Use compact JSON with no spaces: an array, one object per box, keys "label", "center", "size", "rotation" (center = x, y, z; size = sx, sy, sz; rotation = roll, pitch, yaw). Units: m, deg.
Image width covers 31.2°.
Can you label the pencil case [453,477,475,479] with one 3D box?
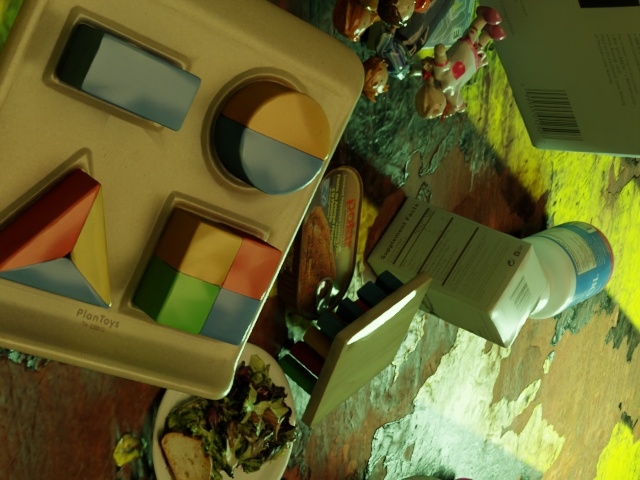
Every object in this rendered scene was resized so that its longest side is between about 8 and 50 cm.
[{"label":"pencil case","center":[0.222,0.508,1.868],"size":[0.104,0.104,0.236],"rotation":[-1,109,-55]}]

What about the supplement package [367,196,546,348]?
[{"label":"supplement package","center":[0.169,0.038,1.415],"size":[0.105,0.179,0.105],"rotation":[-57,146,-15]}]

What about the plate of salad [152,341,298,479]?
[{"label":"plate of salad","center":[-0.093,0.208,1.229],"size":[0.200,0.048,0.199],"rotation":[-2,92,-44]}]

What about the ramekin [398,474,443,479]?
[{"label":"ramekin","center":[0.128,0.468,1.568],"size":[0.127,0.273,0.272],"rotation":[-15,123,-36]}]

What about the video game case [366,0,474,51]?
[{"label":"video game case","center":[0.128,-0.313,1.281],"size":[0.183,0.023,0.201],"rotation":[-16,123,-50]}]

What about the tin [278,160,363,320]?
[{"label":"tin","center":[0.000,0.000,1.285],"size":[0.106,0.040,0.189],"rotation":[-22,128,-42]}]

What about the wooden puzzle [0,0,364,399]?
[{"label":"wooden puzzle","center":[-0.127,-0.053,0.947],"size":[0.322,0.080,0.347],"rotation":[21,91,-38]}]

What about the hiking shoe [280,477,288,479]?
[{"label":"hiking shoe","center":[-0.079,0.396,1.389],"size":[0.132,0.113,0.304],"rotation":[-18,137,-13]}]

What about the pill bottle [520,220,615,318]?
[{"label":"pill bottle","center":[0.341,0.048,1.720],"size":[0.221,0.124,0.124],"rotation":[-17,124,-49]}]

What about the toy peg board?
[{"label":"toy peg board","center":[0.030,0.106,1.321],"size":[0.161,0.079,0.160],"rotation":[-33,154,-41]}]

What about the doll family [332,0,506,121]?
[{"label":"doll family","center":[0.088,-0.230,1.189],"size":[0.163,0.118,0.263],"rotation":[-51,149,-12]}]

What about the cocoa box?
[{"label":"cocoa box","center":[0.337,-0.296,1.290],"size":[0.228,0.231,0.347],"rotation":[-48,127,-28]}]
